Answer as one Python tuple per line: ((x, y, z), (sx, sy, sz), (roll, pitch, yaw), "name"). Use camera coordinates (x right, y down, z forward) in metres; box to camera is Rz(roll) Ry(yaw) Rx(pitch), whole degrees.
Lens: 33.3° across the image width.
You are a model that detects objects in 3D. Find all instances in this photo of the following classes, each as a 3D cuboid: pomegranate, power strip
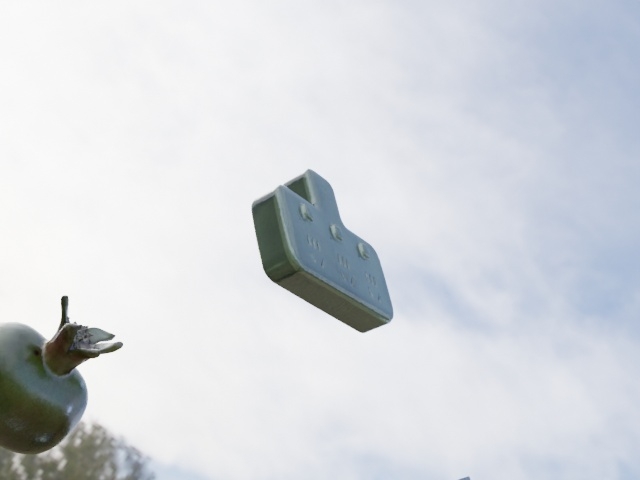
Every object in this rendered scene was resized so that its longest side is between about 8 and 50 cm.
((-0.314, 0.143, 1.177), (0.152, 0.131, 0.191), (37, -71, -28), "pomegranate")
((0.000, 0.000, 1.401), (0.059, 0.193, 0.265), (-27, -32, 21), "power strip")

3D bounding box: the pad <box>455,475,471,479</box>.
((0.269, 0.507, 1.924), (0.003, 0.158, 0.235), (-21, -14, 16), "pad")
